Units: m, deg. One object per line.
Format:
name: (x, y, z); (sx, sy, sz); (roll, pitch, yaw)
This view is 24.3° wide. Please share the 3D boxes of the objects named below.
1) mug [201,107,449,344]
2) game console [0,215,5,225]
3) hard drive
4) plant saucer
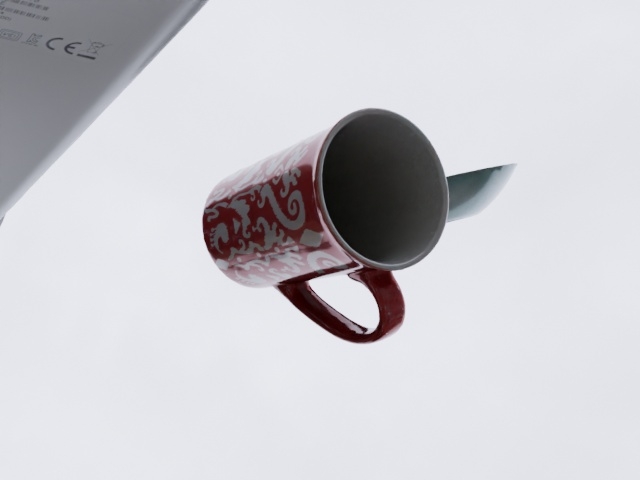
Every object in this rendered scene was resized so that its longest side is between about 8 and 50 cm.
mug: (-0.008, -0.005, 1.063); (0.113, 0.169, 0.150); (19, -110, -32)
game console: (-0.418, 0.032, 1.261); (0.060, 0.342, 0.386); (24, -107, 15)
hard drive: (-0.239, -0.115, 0.920); (0.233, 0.047, 0.353); (9, -30, -34)
plant saucer: (0.081, -0.027, 1.291); (0.195, 0.195, 0.037); (-14, -90, -1)
